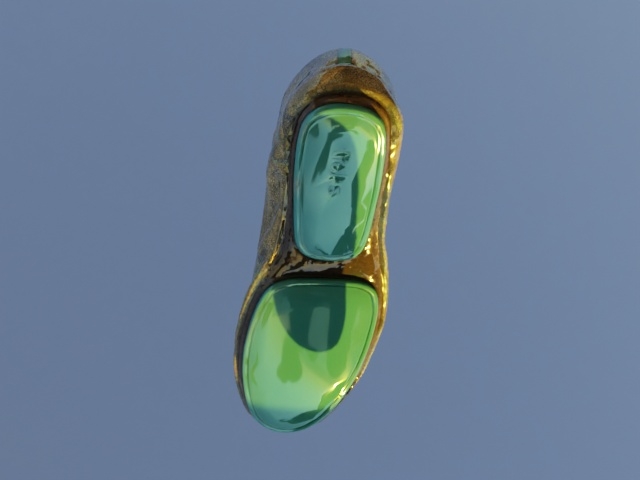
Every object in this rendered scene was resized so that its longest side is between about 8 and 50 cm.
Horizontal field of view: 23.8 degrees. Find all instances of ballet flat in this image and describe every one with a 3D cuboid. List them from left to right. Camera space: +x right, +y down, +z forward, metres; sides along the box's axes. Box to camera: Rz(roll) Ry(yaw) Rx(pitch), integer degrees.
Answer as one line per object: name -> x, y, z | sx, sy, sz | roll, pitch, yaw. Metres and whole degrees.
ballet flat -> 0.000, 0.000, 1.227 | 0.123, 0.348, 0.123 | 6, -144, -5
